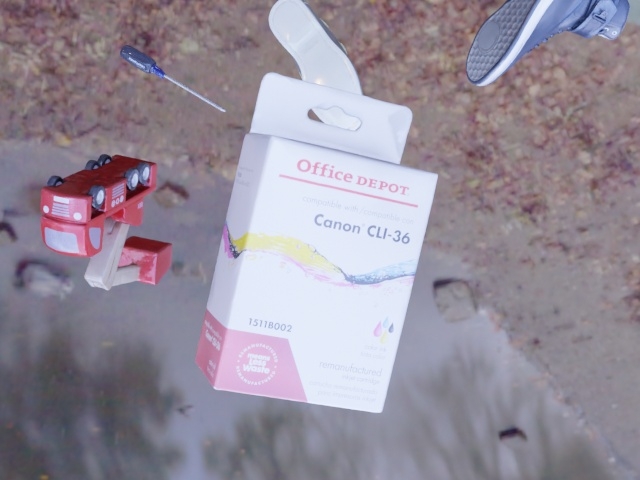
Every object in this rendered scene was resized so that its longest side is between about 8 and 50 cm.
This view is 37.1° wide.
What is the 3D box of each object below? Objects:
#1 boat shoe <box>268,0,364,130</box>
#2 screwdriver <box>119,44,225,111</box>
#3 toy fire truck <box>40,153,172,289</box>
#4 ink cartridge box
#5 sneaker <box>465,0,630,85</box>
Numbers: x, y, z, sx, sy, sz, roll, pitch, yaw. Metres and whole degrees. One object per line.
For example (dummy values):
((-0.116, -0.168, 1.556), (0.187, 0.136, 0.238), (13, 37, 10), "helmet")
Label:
((0.009, -0.328, 1.802), (0.109, 0.305, 0.091), (-35, 161, 18), "boat shoe")
((-0.200, -0.213, 1.281), (0.170, 0.024, 0.025), (36, 95, 9), "screwdriver")
((-0.191, -0.006, 0.868), (0.047, 0.192, 0.135), (12, 110, 12), "toy fire truck")
((0.000, 0.000, 0.610), (0.115, 0.067, 0.198), (11, 94, -19), "ink cartridge box")
((0.317, -0.285, 1.303), (0.163, 0.086, 0.226), (15, 126, -34), "sneaker")
